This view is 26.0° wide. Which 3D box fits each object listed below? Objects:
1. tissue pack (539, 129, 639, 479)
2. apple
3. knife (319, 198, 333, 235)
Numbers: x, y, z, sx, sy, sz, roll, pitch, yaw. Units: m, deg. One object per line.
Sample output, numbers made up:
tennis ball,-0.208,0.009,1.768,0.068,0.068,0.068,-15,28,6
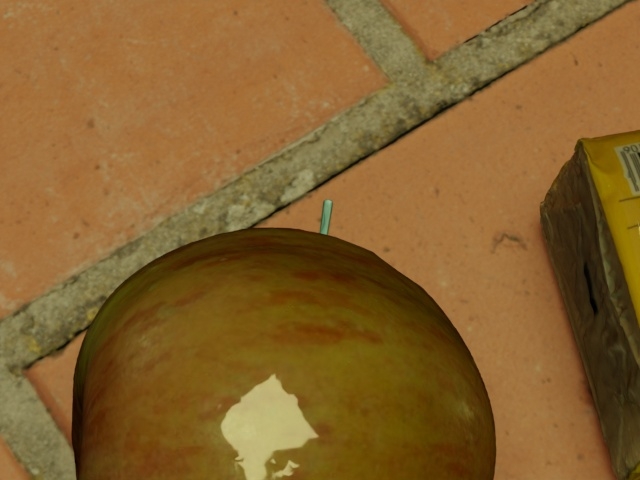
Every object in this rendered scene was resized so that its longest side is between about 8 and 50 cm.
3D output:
tissue pack,0.426,0.033,1.258,0.382,0.228,0.293,-11,67,-5
apple,-0.027,0.185,1.098,0.333,0.400,0.400,-5,67,-11
knife,0.000,0.000,1.379,0.014,0.005,0.091,8,68,1
